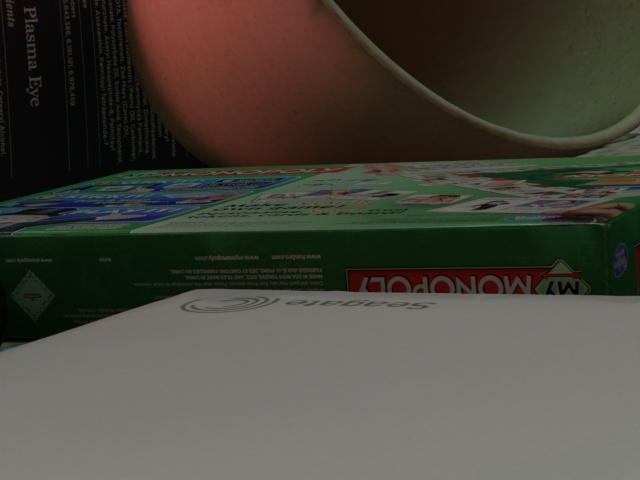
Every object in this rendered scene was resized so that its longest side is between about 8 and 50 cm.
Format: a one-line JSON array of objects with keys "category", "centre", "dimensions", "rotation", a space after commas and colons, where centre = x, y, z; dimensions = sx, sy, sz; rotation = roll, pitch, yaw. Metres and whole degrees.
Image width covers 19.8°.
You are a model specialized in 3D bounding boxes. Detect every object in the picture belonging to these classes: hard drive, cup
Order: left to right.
[{"category": "hard drive", "centre": [-0.039, 0.064, 0.341], "dimensions": [0.233, 0.047, 0.353], "rotation": [0, 9, 32]}, {"category": "cup", "centre": [0.015, -0.155, 1.092], "dimensions": [0.331, 0.331, 0.237], "rotation": [-12, -15, -44]}]

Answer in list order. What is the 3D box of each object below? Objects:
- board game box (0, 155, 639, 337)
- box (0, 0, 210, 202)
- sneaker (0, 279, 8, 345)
[{"category": "board game box", "centre": [0.000, 0.000, 0.778], "dimensions": [0.317, 0.046, 0.213], "rotation": [-1, 8, 26]}, {"category": "box", "centre": [-0.292, -0.120, 1.303], "dimensions": [0.343, 0.179, 0.312], "rotation": [4, 11, 44]}, {"category": "sneaker", "centre": [-0.177, 0.031, 0.651], "dimensions": [0.089, 0.051, 0.170], "rotation": [-1, 4, 25]}]
